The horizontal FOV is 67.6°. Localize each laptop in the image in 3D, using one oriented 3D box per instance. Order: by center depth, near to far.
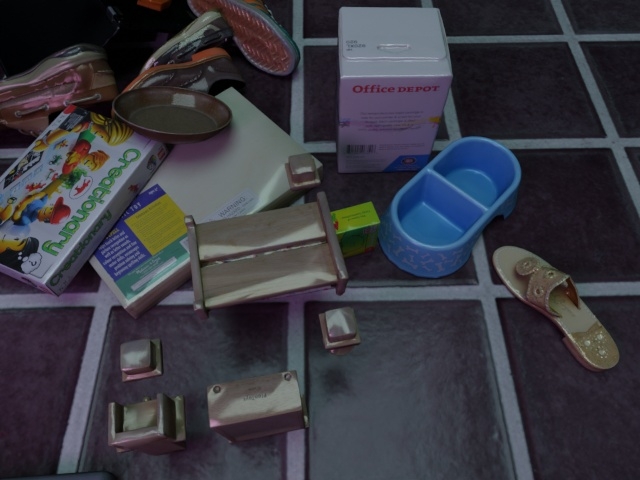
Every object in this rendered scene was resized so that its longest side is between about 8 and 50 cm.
[{"bbox_3d":[-0.493,-0.486,1.093,0.408,0.236,0.382,-15,58,-41],"label":"laptop"}]

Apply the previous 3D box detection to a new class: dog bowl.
[{"bbox_3d":[0.228,-0.068,0.821,0.166,0.074,0.297,40,69,20],"label":"dog bowl"}]

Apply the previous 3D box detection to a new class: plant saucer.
[{"bbox_3d":[-0.255,-0.216,0.836,0.199,0.036,0.198,9,35,-6],"label":"plant saucer"}]

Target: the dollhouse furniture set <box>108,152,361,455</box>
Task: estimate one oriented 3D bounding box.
[{"bbox_3d":[-0.121,0.085,0.674,0.303,0.174,0.355,-10,62,-6],"label":"dollhouse furniture set"}]

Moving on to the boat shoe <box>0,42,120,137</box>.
[{"bbox_3d":[-0.527,-0.248,0.890,0.324,0.120,0.122,-22,17,9],"label":"boat shoe"}]

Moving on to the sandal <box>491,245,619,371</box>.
[{"bbox_3d":[0.369,0.082,0.731,0.088,0.079,0.240,-27,64,-14],"label":"sandal"}]

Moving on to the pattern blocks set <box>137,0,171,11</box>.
[{"bbox_3d":[-0.425,-0.567,1.012,0.325,0.026,0.285,-14,57,-41],"label":"pattern blocks set"}]

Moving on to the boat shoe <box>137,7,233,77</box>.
[{"bbox_3d":[-0.276,-0.380,0.986,0.223,0.080,0.073,-43,98,-3],"label":"boat shoe"}]

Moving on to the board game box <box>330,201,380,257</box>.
[{"bbox_3d":[0.000,0.000,0.771,0.181,0.092,0.043,-15,63,-8],"label":"board game box"}]

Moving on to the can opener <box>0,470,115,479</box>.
[{"bbox_3d":[-0.406,0.332,0.591,0.280,0.093,0.074,-1,59,-6],"label":"can opener"}]

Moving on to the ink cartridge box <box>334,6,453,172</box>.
[{"bbox_3d":[0.113,-0.255,0.835,0.171,0.232,0.168,-1,61,-1],"label":"ink cartridge box"}]

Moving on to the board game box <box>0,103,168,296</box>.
[{"bbox_3d":[-0.417,-0.078,0.780,0.193,0.053,0.305,20,62,11],"label":"board game box"}]

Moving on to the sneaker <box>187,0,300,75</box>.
[{"bbox_3d":[-0.144,-0.477,1.034,0.302,0.108,0.121,41,48,9],"label":"sneaker"}]

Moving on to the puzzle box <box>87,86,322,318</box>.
[{"bbox_3d":[-0.234,-0.089,0.846,0.409,0.052,0.272,-38,67,-19],"label":"puzzle box"}]

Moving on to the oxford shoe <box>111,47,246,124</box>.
[{"bbox_3d":[-0.273,-0.285,0.936,0.271,0.097,0.098,-35,73,-17],"label":"oxford shoe"}]
